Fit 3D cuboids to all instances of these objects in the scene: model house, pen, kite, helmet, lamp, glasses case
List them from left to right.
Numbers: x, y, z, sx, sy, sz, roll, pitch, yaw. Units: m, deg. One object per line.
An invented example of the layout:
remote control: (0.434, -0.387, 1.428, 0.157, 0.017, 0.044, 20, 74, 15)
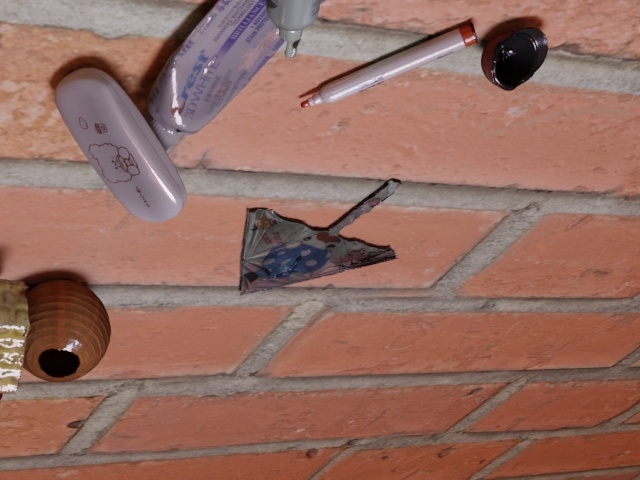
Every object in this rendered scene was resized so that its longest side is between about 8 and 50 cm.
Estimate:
model house: (-0.470, 0.122, 1.723, 0.196, 0.160, 0.254, 5, 149, -25)
lamp: (-0.342, 0.118, 1.840, 0.136, 0.136, 0.136, -14, 153, -7)
glasses case: (-0.212, -0.099, 1.498, 0.074, 0.049, 0.193, -12, 123, 32)
kite: (0.000, 0.000, 1.957, 0.314, 0.011, 0.335, -35, 150, 30)
pen: (0.077, -0.196, 1.607, 0.218, 0.026, 0.026, -22, 153, 9)
helmet: (0.219, -0.215, 1.632, 0.084, 0.049, 0.065, -38, 121, -14)

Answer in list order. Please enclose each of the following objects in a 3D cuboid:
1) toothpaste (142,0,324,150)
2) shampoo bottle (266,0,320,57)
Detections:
toothpaste: (-0.112, -0.183, 1.489, 0.282, 0.068, 0.099, -43, 172, 30)
shampoo bottle: (-0.025, -0.249, 1.383, 0.056, 0.056, 0.195, -11, 144, -13)
